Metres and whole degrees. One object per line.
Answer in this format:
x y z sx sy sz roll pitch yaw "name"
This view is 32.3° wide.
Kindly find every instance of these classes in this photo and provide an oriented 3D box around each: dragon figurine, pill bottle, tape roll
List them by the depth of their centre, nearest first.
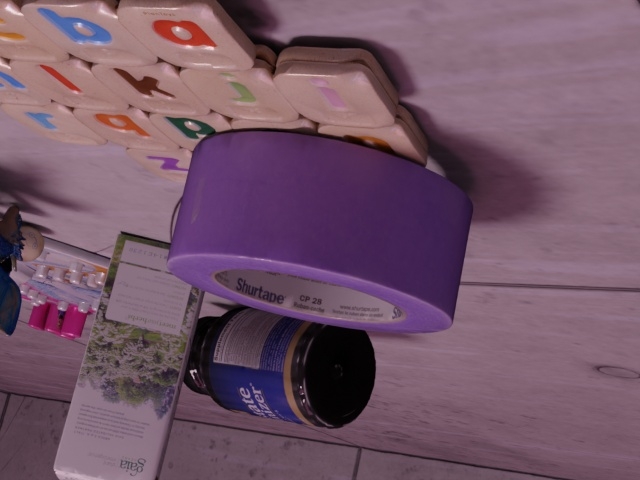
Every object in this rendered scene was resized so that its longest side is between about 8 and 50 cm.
0.000 0.000 0.719 0.188 0.080 0.189 10 167 2 "tape roll"
-0.307 0.037 0.945 0.085 0.289 0.144 -7 135 -2 "dragon figurine"
-0.055 0.137 1.232 0.219 0.123 0.122 0 160 44 "pill bottle"

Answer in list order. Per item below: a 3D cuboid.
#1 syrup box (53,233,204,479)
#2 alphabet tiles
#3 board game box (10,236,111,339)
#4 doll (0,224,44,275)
-0.179 0.124 1.074 0.093 0.237 0.096 13 165 -3 "syrup box"
-0.083 -0.083 0.664 0.284 0.021 0.278 7 166 23 "alphabet tiles"
-0.414 0.035 1.309 0.389 0.050 0.390 20 163 -25 "board game box"
-0.357 0.025 1.077 0.189 0.129 0.046 -19 174 -39 "doll"
